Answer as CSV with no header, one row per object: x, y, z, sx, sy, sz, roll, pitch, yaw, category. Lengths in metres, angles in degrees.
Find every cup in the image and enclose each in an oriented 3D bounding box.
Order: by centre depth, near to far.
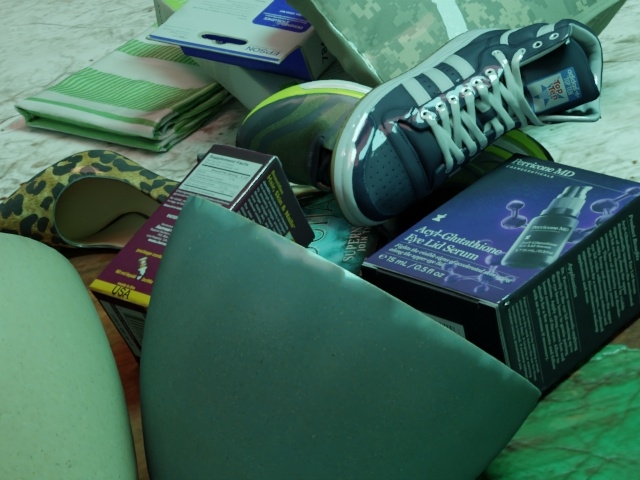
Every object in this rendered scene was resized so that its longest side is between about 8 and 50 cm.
-0.252,0.191,1.250,0.331,0.331,0.237,-26,59,-21,cup

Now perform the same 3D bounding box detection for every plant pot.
-0.016,0.122,1.309,0.290,0.290,0.195,26,85,49,plant pot

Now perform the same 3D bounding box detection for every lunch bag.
0.120,-0.233,1.836,0.287,0.169,0.235,-32,76,-30,lunch bag

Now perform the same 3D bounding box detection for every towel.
-0.168,-0.205,2.131,0.248,0.038,0.325,12,38,39,towel

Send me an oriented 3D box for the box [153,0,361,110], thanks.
-0.017,-0.233,2.044,0.232,0.058,0.322,-21,39,-21,box

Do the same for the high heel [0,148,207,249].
-0.197,-0.013,1.757,0.261,0.093,0.186,-12,30,-4,high heel

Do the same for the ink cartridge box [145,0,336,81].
-0.034,-0.257,1.975,0.165,0.065,0.332,15,39,25,ink cartridge box

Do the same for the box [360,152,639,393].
0.163,0.030,1.513,0.153,0.108,0.207,16,41,43,box

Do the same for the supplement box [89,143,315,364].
-0.101,0.017,1.607,0.081,0.104,0.188,14,54,39,supplement box

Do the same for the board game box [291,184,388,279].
0.000,0.000,1.716,0.126,0.026,0.186,-5,31,15,board game box

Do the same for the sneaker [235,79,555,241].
0.059,-0.064,1.675,0.300,0.111,0.121,11,38,16,sneaker

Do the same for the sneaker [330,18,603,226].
0.135,-0.107,1.555,0.153,0.099,0.282,0,32,41,sneaker
